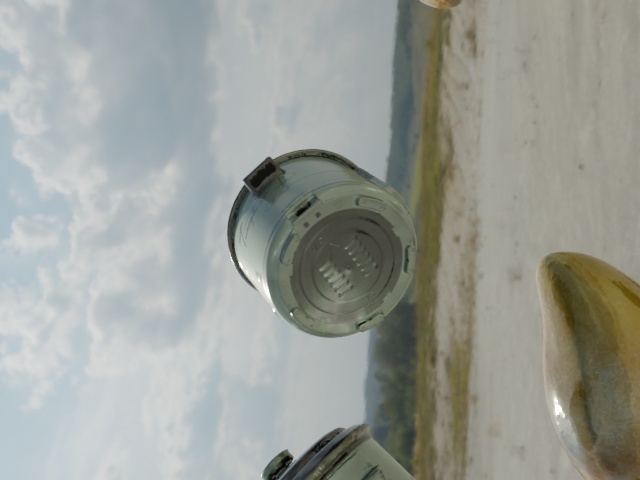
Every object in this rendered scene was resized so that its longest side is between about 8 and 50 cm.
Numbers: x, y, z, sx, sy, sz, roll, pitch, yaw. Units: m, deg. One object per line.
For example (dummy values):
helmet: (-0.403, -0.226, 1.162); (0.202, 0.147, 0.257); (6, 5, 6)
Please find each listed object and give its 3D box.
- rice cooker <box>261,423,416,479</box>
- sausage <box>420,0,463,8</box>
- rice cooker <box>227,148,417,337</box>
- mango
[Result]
rice cooker: (0.038, 0.408, 1.140); (0.264, 0.316, 0.317); (-38, -33, -32)
sausage: (0.107, -0.569, 1.226); (0.123, 0.136, 0.501); (114, 138, -72)
rice cooker: (0.000, 0.000, 1.179); (0.241, 0.280, 0.227); (-44, 29, -3)
mango: (0.424, 0.193, 1.205); (0.221, 0.199, 0.384); (135, 117, -68)
